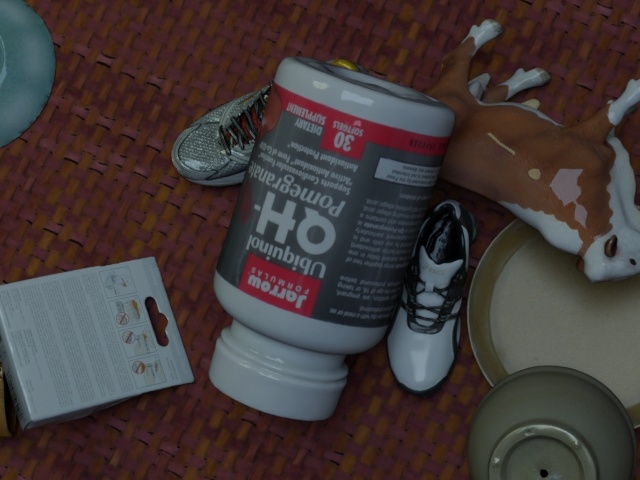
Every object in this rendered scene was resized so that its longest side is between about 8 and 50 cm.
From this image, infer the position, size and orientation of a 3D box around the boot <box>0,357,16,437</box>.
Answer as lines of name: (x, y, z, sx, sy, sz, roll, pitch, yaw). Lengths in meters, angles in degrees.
boot: (-0.408, 0.067, 1.517, 0.211, 0.104, 0.295, -6, 82, 2)

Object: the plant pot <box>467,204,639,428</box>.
plant pot: (0.262, 0.074, 1.442, 0.236, 0.032, 0.236, -2, 77, 9)

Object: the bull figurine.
bull figurine: (0.217, -0.086, 1.425, 0.310, 0.101, 0.188, 28, 73, 26)

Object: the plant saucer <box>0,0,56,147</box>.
plant saucer: (-0.385, -0.189, 1.594, 0.194, 0.037, 0.195, -2, 78, 8)

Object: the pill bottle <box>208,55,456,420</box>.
pill bottle: (0.000, 0.000, 1.397, 0.176, 0.176, 0.319, 20, 101, 12)

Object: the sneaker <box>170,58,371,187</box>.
sneaker: (-0.052, -0.129, 1.502, 0.225, 0.093, 0.088, -26, 75, 3)

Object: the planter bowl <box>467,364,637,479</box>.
planter bowl: (0.209, 0.204, 1.358, 0.162, 0.109, 0.162, 1, 95, 13)

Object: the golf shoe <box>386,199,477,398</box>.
golf shoe: (0.104, 0.053, 1.439, 0.077, 0.094, 0.198, 8, 80, 9)

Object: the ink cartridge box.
ink cartridge box: (-0.234, 0.101, 1.487, 0.179, 0.045, 0.145, -11, 73, -32)
